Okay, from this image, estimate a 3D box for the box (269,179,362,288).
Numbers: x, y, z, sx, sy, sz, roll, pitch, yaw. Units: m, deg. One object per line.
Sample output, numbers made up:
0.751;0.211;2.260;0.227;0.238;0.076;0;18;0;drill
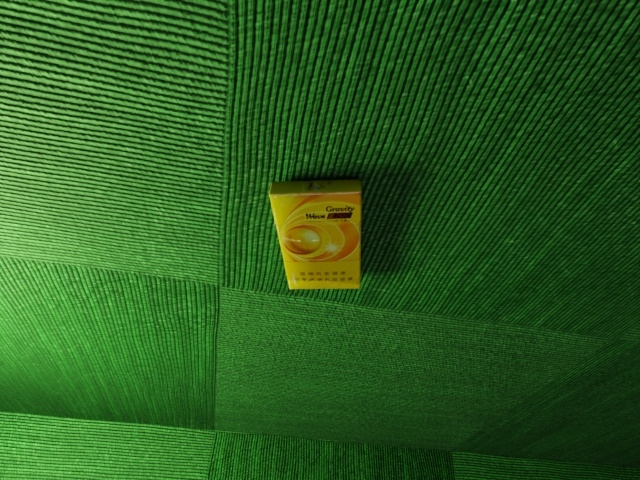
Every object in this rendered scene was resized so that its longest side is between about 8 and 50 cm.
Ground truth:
0.000;0.000;0.766;0.152;0.043;0.269;-1;138;3;box
